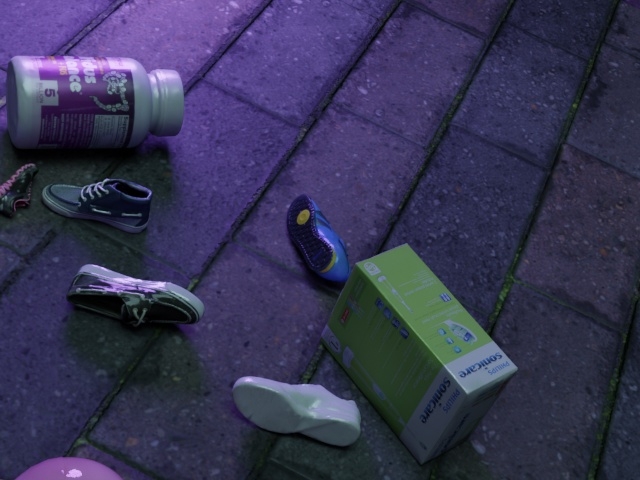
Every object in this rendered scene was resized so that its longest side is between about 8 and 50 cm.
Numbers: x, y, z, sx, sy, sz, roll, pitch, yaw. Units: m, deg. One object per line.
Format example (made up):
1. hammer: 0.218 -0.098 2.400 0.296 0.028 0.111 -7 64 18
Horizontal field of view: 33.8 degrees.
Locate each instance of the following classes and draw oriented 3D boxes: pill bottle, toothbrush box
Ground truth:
1. pill bottle: -0.410 -0.252 1.924 0.302 0.169 0.169 -4 50 -24
2. toothbrush box: 0.150 0.182 1.703 0.122 0.206 0.283 -19 57 -35

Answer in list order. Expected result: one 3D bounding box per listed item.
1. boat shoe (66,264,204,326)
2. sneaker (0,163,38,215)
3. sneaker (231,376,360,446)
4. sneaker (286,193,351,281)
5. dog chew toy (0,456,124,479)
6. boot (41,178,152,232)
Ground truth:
1. boat shoe: -0.299 0.105 1.698 0.219 0.077 0.070 14 43 3
2. sneaker: -0.519 -0.085 1.817 0.057 0.047 0.119 39 48 -6
3. sneaker: -0.038 0.255 1.666 0.212 0.080 0.094 22 32 -10
4. sneaker: 0.000 0.000 1.930 0.082 0.069 0.209 31 22 -41
5. dog chew toy: -0.399 0.384 1.311 0.332 0.206 0.206 -5 50 -14
6. boot: -0.385 -0.080 1.827 0.190 0.086 0.069 15 45 -8
